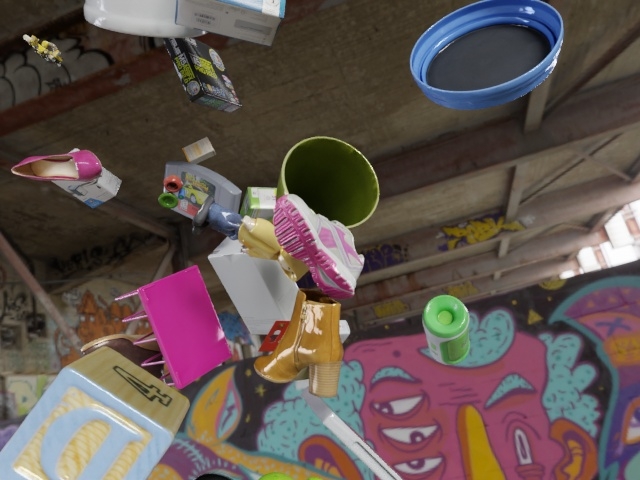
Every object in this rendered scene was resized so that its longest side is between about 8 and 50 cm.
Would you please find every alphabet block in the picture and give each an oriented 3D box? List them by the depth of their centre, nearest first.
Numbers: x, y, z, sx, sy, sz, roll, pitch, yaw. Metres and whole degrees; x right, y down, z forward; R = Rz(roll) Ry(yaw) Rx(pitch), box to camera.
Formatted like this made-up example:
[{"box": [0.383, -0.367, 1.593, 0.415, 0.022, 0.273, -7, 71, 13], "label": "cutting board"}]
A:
[{"box": [-0.347, 0.307, 0.830, 0.192, 0.193, 0.197, -54, 4, -7], "label": "alphabet block"}]

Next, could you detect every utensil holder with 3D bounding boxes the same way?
[{"box": [-0.432, -0.748, 1.317, 0.328, 0.327, 0.385, -5, -55, -24], "label": "utensil holder"}]

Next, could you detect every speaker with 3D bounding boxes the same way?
[{"box": [0.362, 0.262, 1.493, 0.131, 0.131, 0.296, -15, -32, 8], "label": "speaker"}]

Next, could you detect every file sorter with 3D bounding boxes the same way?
[{"box": [-0.432, 0.253, 1.508, 0.182, 0.290, 0.202, -17, 5, 38], "label": "file sorter"}]

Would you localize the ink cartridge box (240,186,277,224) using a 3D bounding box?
[{"box": [-0.164, -0.113, 1.998, 0.256, 0.096, 0.188, 0, -28, -19], "label": "ink cartridge box"}]

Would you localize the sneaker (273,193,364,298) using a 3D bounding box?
[{"box": [0.000, 0.000, 1.087, 0.103, 0.252, 0.111, -16, 27, 43], "label": "sneaker"}]

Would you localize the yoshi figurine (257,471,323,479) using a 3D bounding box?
[{"box": [-0.143, 0.614, 1.069, 0.362, 0.204, 0.203, -46, -28, -7], "label": "yoshi figurine"}]

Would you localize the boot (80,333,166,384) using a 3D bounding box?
[{"box": [-0.592, 0.395, 1.605, 0.249, 0.206, 0.090, 2, -30, -43], "label": "boot"}]

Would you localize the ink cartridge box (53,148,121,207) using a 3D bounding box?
[{"box": [-0.833, -0.217, 1.850, 0.140, 0.082, 0.191, -21, -42, 29], "label": "ink cartridge box"}]

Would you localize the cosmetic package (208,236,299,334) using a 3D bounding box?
[{"box": [-0.228, 0.165, 1.965, 0.217, 0.384, 0.156, -5, 30, 32], "label": "cosmetic package"}]

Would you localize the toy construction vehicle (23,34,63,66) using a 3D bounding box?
[{"box": [-0.717, -0.499, 1.363, 0.035, 0.086, 0.098, -56, -11, -10], "label": "toy construction vehicle"}]

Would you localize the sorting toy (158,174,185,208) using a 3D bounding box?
[{"box": [-0.383, -0.132, 1.364, 0.061, 0.042, 0.102, 16, -50, -18], "label": "sorting toy"}]

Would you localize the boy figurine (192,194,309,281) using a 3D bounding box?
[{"box": [-0.152, 0.003, 1.217, 0.285, 0.092, 0.177, 29, -26, -4], "label": "boy figurine"}]

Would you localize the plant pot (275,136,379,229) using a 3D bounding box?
[{"box": [-0.021, -0.103, 1.501, 0.275, 0.274, 0.293, -5, -20, -24], "label": "plant pot"}]

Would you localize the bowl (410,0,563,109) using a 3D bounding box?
[{"box": [0.440, -0.503, 1.406, 0.392, 0.390, 0.077, -17, -41, 14], "label": "bowl"}]

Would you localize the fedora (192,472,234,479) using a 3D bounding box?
[{"box": [-0.289, 0.810, 1.408, 0.334, 0.333, 0.153, -24, -10, 32], "label": "fedora"}]

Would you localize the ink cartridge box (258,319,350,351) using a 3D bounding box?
[{"box": [-0.051, 0.315, 1.603, 0.233, 0.066, 0.189, 1, -41, -28], "label": "ink cartridge box"}]

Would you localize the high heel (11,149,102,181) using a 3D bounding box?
[{"box": [-0.653, -0.180, 1.298, 0.244, 0.082, 0.117, 13, 25, 31], "label": "high heel"}]

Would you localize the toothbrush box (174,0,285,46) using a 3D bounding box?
[{"box": [-0.183, -0.597, 1.117, 0.217, 0.295, 0.126, 7, -12, -18], "label": "toothbrush box"}]

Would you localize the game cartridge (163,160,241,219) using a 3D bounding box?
[{"box": [-0.419, -0.161, 1.821, 0.060, 0.295, 0.195, -45, -25, -58], "label": "game cartridge"}]

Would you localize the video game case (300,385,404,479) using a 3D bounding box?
[{"box": [0.089, 0.482, 1.229, 0.036, 0.300, 0.329, -45, 3, -11], "label": "video game case"}]

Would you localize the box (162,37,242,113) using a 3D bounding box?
[{"box": [-0.374, -0.539, 1.698, 0.060, 0.216, 0.270, -24, -2, 17], "label": "box"}]

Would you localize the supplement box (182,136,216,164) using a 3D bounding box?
[{"box": [-0.426, -0.313, 1.839, 0.099, 0.062, 0.036, -26, -19, -6], "label": "supplement box"}]

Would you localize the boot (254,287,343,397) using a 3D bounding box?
[{"box": [-0.049, 0.211, 1.159, 0.104, 0.211, 0.295, 3, -2, -37], "label": "boot"}]
